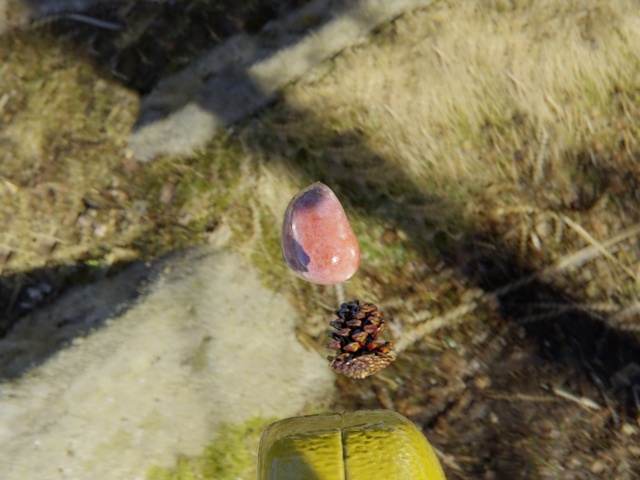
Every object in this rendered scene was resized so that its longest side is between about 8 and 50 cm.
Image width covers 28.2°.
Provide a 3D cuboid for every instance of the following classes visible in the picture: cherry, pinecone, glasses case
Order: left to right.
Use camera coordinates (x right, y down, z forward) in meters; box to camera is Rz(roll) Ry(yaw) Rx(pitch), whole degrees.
[{"bbox_3d":[-0.006,0.001,1.538,0.087,0.106,0.126,-27,87,-32],"label":"cherry"},{"bbox_3d":[0.039,0.104,1.345,0.077,0.077,0.083,-19,72,14],"label":"pinecone"},{"bbox_3d":[0.037,0.301,0.859,0.141,0.173,0.371,-5,82,1],"label":"glasses case"}]
